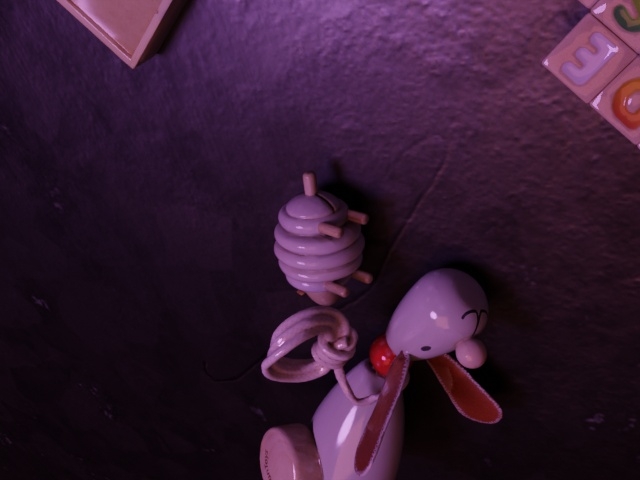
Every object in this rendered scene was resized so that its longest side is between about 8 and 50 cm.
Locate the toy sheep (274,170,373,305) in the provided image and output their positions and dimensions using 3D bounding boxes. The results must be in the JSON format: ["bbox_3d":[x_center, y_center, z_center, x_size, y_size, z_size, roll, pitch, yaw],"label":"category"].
[{"bbox_3d":[0.000,0.000,0.580,0.091,0.091,0.132,8,116,23],"label":"toy sheep"}]

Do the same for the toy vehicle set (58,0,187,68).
[{"bbox_3d":[-0.204,-0.280,0.486,0.267,0.035,0.166,43,135,-10],"label":"toy vehicle set"}]

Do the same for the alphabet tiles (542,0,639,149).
[{"bbox_3d":[0.251,-0.122,0.348,0.237,0.009,0.198,42,123,2],"label":"alphabet tiles"}]

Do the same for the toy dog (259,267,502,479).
[{"bbox_3d":[0.065,0.193,0.631,0.161,0.220,0.333,58,155,33],"label":"toy dog"}]
